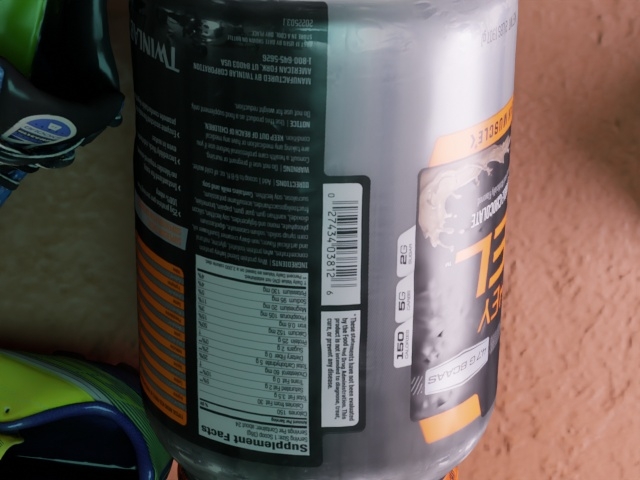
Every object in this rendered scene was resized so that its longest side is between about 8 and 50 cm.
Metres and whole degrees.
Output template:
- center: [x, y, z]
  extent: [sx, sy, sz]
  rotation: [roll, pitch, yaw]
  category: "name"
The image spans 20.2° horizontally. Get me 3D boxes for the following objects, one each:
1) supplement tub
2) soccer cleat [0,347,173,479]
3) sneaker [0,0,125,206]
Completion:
- center: [0.000, 0.000, 1.000]
  extent: [0.207, 0.207, 0.338]
  rotation: [-2, 114, -7]
  category: "supplement tub"
- center: [-0.227, 0.105, 1.059]
  extent: [0.289, 0.121, 0.093]
  rotation: [8, 112, -11]
  category: "soccer cleat"
- center: [-0.193, -0.069, 0.950]
  extent: [0.130, 0.147, 0.330]
  rotation: [-1, 119, -45]
  category: "sneaker"
